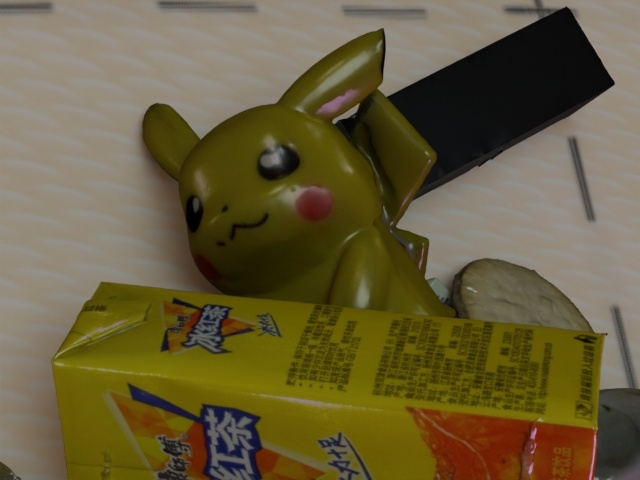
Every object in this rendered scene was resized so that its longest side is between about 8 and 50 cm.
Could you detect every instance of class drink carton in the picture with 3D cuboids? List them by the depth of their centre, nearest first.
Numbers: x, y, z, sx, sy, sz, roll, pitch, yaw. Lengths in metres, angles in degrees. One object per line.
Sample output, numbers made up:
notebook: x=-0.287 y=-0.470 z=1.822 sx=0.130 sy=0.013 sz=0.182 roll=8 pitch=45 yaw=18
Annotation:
drink carton: x=0.007 y=0.129 z=0.906 sx=0.351 sy=0.154 sz=0.111 roll=6 pitch=30 yaw=11

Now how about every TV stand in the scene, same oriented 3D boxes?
TV stand: x=0.126 y=-0.108 z=1.172 sx=0.269 sy=0.083 sz=0.088 roll=-29 pitch=87 yaw=-27

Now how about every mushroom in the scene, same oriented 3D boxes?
mushroom: x=0.285 y=0.183 z=1.136 sx=0.270 sy=0.103 sz=0.118 roll=3 pitch=71 yaw=-28

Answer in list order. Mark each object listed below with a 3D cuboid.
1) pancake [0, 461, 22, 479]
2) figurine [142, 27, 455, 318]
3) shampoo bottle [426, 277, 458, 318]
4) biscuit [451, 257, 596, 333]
pancake: x=-0.257 y=0.224 z=0.932 sx=0.158 sy=0.028 sz=0.158 roll=8 pitch=67 yaw=-20
figurine: x=0.003 y=0.007 z=1.021 sx=0.326 sy=0.218 sz=0.169 roll=61 pitch=22 yaw=-5
shampoo bottle: x=0.105 y=0.064 z=1.133 sx=0.141 sy=0.034 sz=0.049 roll=41 pitch=65 yaw=-5
biscuit: x=0.175 y=0.070 z=1.135 sx=0.152 sy=0.020 sz=0.152 roll=23 pitch=37 yaw=-19
